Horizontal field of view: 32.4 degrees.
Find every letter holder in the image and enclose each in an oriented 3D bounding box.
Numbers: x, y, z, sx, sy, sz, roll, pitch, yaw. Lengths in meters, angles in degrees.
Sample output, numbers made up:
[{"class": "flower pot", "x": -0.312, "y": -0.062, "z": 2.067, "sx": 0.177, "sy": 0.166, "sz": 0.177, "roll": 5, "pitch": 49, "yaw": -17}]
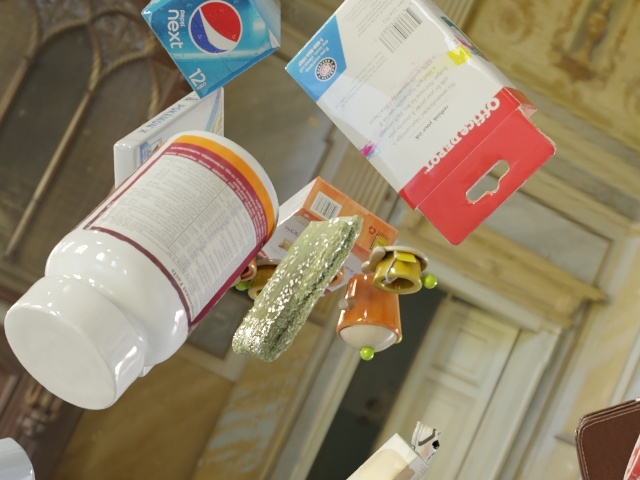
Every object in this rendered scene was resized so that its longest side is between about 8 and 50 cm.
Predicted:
[{"class": "letter holder", "x": 0.435, "y": 0.376, "z": 1.488, "sx": 0.214, "sy": 0.302, "sz": 0.152, "roll": -13, "pitch": -9, "yaw": -19}]

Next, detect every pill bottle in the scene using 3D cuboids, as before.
[{"class": "pill bottle", "x": -0.134, "y": 0.019, "z": 0.853, "sx": 0.121, "sy": 0.221, "sz": 0.121, "roll": 20, "pitch": -44, "yaw": 20}]

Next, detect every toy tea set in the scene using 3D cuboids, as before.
[{"class": "toy tea set", "x": -0.013, "y": 0.082, "z": 1.567, "sx": 0.336, "sy": 0.124, "sz": 0.200, "roll": 8, "pitch": -27, "yaw": -4}]

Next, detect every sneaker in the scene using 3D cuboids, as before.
[{"class": "sneaker", "x": 0.164, "y": 0.334, "z": 1.739, "sx": 0.043, "sy": 0.040, "sz": 0.109, "roll": 14, "pitch": -47, "yaw": 12}]

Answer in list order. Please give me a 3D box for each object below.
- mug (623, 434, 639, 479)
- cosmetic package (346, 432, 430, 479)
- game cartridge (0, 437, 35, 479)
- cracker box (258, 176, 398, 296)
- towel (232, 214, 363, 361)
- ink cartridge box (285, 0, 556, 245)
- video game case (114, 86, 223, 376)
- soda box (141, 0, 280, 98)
[{"class": "mug", "x": 0.411, "y": 0.236, "z": 1.126, "sx": 0.169, "sy": 0.113, "sz": 0.150, "roll": 23, "pitch": -24, "yaw": 16}, {"class": "cosmetic package", "x": 0.067, "y": 0.282, "z": 1.272, "sx": 0.041, "sy": 0.115, "sz": 0.060, "roll": 45, "pitch": -2, "yaw": 32}, {"class": "game cartridge", "x": -0.412, "y": 0.357, "z": 1.188, "sx": 0.198, "sy": 0.297, "sz": 0.062, "roll": -4, "pitch": 32, "yaw": -43}, {"class": "cracker box", "x": 0.000, "y": 0.000, "z": 1.753, "sx": 0.155, "sy": 0.067, "sz": 0.232, "roll": 33, "pitch": -26, "yaw": -12}, {"class": "towel", "x": -0.020, "y": 0.040, "z": 0.957, "sx": 0.027, "sy": 0.148, "sz": 0.110, "roll": 37, "pitch": -12, "yaw": -14}, {"class": "ink cartridge box", "x": 0.097, "y": -0.121, "z": 1.001, "sx": 0.231, "sy": 0.134, "sz": 0.078, "roll": 49, "pitch": 19, "yaw": 11}, {"class": "video game case", "x": -0.201, "y": -0.023, "z": 1.533, "sx": 0.036, "sy": 0.329, "sz": 0.300, "roll": 8, "pitch": 24, "yaw": 14}, {"class": "soda box", "x": -0.075, "y": -0.172, "z": 0.812, "sx": 0.071, "sy": 0.067, "sz": 0.210, "roll": 55, "pitch": 9, "yaw": -18}]
